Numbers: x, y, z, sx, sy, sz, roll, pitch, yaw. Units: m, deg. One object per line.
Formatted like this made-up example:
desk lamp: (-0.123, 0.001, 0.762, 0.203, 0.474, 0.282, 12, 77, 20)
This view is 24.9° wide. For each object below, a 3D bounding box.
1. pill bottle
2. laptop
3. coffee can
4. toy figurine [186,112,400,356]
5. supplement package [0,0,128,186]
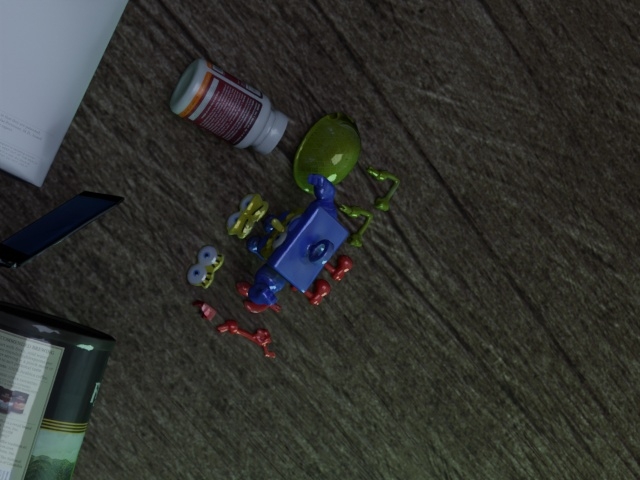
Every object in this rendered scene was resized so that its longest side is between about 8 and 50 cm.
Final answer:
pill bottle: (-0.126, -0.182, 2.021, 0.152, 0.086, 0.086, 29, 84, -20)
laptop: (-0.417, -0.045, 1.840, 0.264, 0.234, 0.137, 23, 85, -21)
coffee can: (-0.403, 0.230, 1.886, 0.201, 0.201, 0.275, 18, 88, -22)
toy figurine: (0.000, 0.000, 2.015, 0.191, 0.217, 0.362, 43, 80, -19)
supplement package: (-0.389, -0.238, 1.865, 0.175, 0.177, 0.293, 26, 86, -21)
